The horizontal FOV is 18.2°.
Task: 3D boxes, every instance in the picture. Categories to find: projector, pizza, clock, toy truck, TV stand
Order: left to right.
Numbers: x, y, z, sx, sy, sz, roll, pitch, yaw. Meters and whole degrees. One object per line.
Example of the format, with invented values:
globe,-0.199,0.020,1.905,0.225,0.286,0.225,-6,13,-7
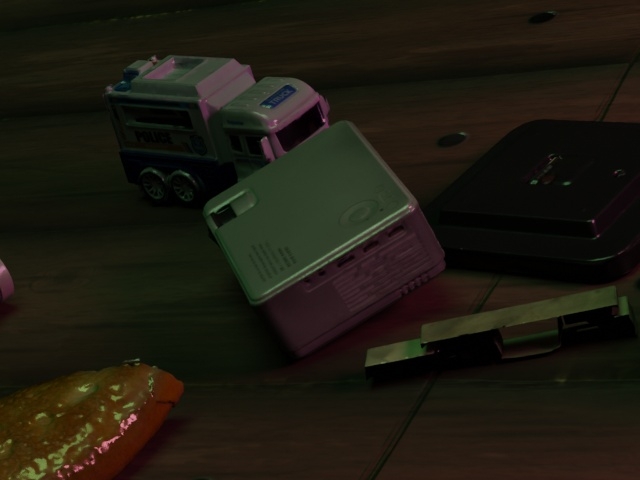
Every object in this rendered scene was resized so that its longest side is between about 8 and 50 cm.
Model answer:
pizza,-0.293,0.208,1.826,0.365,0.074,0.182,-31,30,-25
toy truck,-0.111,-0.129,2.294,0.268,0.155,0.124,6,34,40
projector,0.000,0.000,2.002,0.192,0.099,0.257,-30,27,-2
TV stand,0.160,0.088,1.813,0.249,0.042,0.036,-12,30,12
clock,0.250,-0.054,2.033,0.273,0.049,0.279,5,34,40

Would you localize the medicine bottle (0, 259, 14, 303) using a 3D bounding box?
medicine bottle,-0.407,0.068,2.175,0.140,0.079,0.079,-34,30,-30
